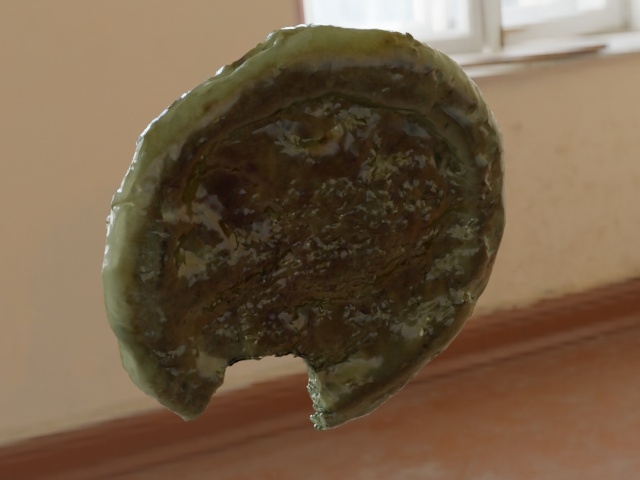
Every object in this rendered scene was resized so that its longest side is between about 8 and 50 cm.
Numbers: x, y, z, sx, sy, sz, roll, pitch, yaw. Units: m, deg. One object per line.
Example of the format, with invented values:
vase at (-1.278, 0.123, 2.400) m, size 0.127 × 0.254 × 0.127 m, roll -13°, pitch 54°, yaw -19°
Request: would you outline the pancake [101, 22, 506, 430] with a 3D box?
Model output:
pancake at (0.000, 0.000, 0.753) m, size 0.253 × 0.254 × 0.037 m, roll -11°, pitch 34°, yaw -22°
